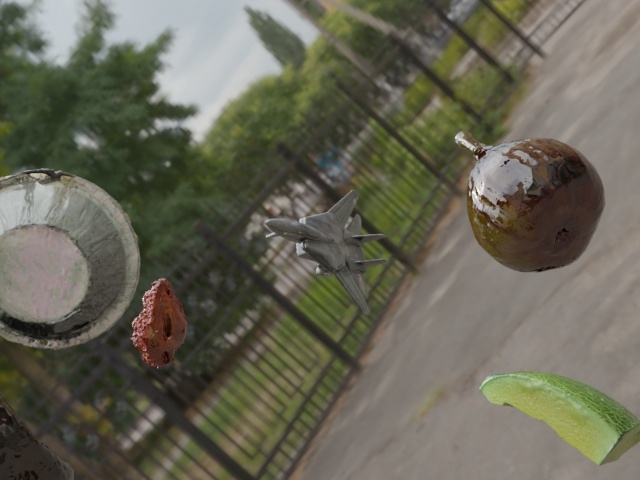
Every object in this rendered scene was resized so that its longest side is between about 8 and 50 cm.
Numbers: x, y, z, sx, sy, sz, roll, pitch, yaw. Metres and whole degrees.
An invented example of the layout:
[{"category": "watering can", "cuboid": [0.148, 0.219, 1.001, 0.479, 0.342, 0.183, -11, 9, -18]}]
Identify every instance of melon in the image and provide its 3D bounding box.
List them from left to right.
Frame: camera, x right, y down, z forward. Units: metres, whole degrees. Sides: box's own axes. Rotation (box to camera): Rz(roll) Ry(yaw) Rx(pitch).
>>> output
[{"category": "melon", "cuboid": [0.469, 0.324, 2.251, 0.196, 0.323, 0.124, 23, -86, -59]}]

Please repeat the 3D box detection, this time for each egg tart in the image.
[{"category": "egg tart", "cuboid": [-0.333, 0.029, 1.379, 0.234, 0.234, 0.094, -47, 15, 11]}]

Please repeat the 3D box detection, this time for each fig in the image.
[{"category": "fig", "cuboid": [0.291, -0.089, 1.807, 0.217, 0.217, 0.321, -48, 43, 3]}]

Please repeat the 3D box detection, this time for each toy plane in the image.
[{"category": "toy plane", "cuboid": [-0.009, 0.003, 1.774, 0.088, 0.212, 0.267, -20, -22, 39]}]

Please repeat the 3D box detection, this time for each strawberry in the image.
[{"category": "strawberry", "cuboid": [-0.256, 0.138, 1.854, 0.104, 0.048, 0.152, -17, -64, -43]}]

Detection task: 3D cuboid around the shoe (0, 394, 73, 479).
[{"category": "shoe", "cuboid": [-0.443, 0.376, 1.559, 0.237, 0.384, 0.171, -29, 9, -15]}]
